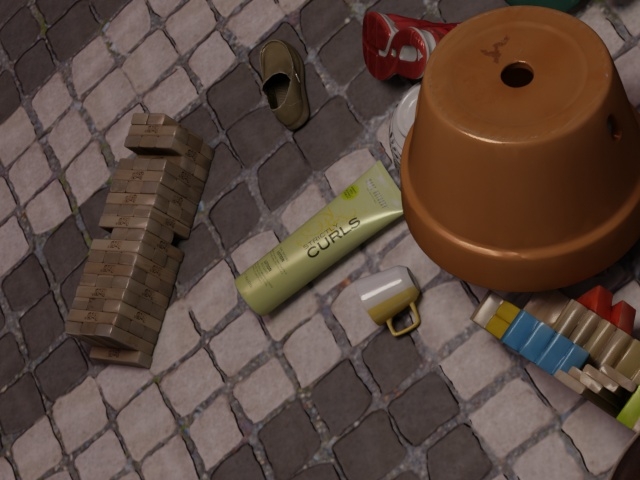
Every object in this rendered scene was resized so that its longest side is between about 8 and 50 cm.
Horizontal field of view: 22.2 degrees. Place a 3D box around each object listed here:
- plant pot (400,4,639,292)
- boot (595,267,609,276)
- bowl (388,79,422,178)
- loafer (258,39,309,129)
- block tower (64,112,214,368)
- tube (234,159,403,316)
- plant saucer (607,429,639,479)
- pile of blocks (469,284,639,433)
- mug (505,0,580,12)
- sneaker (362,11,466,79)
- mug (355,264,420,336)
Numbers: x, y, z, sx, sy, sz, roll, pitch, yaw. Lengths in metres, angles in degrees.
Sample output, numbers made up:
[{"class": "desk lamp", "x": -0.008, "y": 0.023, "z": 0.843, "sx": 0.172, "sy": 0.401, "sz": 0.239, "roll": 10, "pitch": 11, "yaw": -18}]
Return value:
[{"class": "plant pot", "x": 0.221, "y": -0.116, "z": 1.786, "sx": 0.290, "sy": 0.203, "sz": 0.291, "roll": -5, "pitch": 54, "yaw": 7}, {"class": "boot", "x": 0.303, "y": -0.012, "z": 1.857, "sx": 0.087, "sy": 0.042, "sz": 0.118, "roll": 8, "pitch": 75, "yaw": 31}, {"class": "bowl", "x": 0.143, "y": -0.143, "z": 2.000, "sx": 0.170, "sy": 0.080, "sz": 0.170, "roll": -16, "pitch": 60, "yaw": 29}, {"class": "loafer", "x": -0.052, "y": -0.217, "z": 2.189, "sx": 0.056, "sy": 0.050, "sz": 0.148, "roll": -32, "pitch": 54, "yaw": 19}, {"class": "block tower", "x": -0.242, "y": -0.003, "z": 2.194, "sx": 0.091, "sy": 0.097, "sz": 0.335, "roll": 3, "pitch": 72, "yaw": 37}, {"class": "tube", "x": 0.000, "y": 0.000, "z": 2.049, "sx": 0.240, "sy": 0.062, "sz": 0.070, "roll": -37, "pitch": 93, "yaw": 9}, {"class": "plant saucer", "x": 0.422, "y": 0.286, "z": 1.550, "sx": 0.310, "sy": 0.050, "sz": 0.311, "roll": 4, "pitch": 100, "yaw": 24}, {"class": "pile of blocks", "x": 0.301, "y": 0.115, "z": 1.724, "sx": 0.362, "sy": 0.149, "sz": 0.113, "roll": 34, "pitch": 91, "yaw": 40}, {"class": "mug", "x": 0.284, "y": -0.341, "z": 1.982, "sx": 0.157, "sy": 0.097, "sz": 0.129, "roll": -16, "pitch": 60, "yaw": 28}, {"class": "sneaker", "x": 0.140, "y": -0.245, "z": 2.064, "sx": 0.221, "sy": 0.128, "sz": 0.087, "roll": -138, "pitch": 45, "yaw": -64}, {"class": "mug", "x": 0.088, "y": 0.067, "z": 1.964, "sx": 0.064, "sy": 0.078, "sz": 0.062, "roll": -28, "pitch": 22, "yaw": 11}]
